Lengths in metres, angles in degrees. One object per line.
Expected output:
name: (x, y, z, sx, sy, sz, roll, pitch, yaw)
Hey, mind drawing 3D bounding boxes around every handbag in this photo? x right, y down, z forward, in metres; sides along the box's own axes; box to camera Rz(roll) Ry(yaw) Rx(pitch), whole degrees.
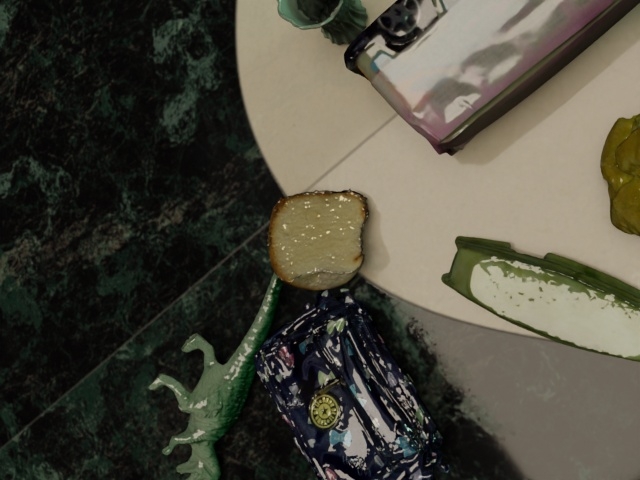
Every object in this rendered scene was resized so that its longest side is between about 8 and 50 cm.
handbag: (0.035, 0.189, 0.904, 0.162, 0.113, 0.260, -35, 71, 11)

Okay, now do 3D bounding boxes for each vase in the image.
vase: (0.009, -0.271, 0.888, 0.081, 0.149, 0.081, 1, 93, 17)

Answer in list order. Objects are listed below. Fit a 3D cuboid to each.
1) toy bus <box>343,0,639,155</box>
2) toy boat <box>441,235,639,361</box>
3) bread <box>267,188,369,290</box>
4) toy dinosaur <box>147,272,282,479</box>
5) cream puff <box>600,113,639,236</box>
toy bus: (0.224, -0.260, 0.804, 0.386, 0.171, 0.162, -40, 87, 17)
toy boat: (0.273, 0.069, 0.839, 0.293, 0.055, 0.093, 21, 100, 20)
bread: (0.000, 0.000, 0.936, 0.126, 0.044, 0.129, -5, 57, 15)
toy dinosaur: (-0.144, 0.154, 0.983, 0.129, 0.076, 0.383, 17, 105, -12)
cream puff: (0.387, -0.062, 0.732, 0.221, 0.195, 0.194, -21, 83, 23)
